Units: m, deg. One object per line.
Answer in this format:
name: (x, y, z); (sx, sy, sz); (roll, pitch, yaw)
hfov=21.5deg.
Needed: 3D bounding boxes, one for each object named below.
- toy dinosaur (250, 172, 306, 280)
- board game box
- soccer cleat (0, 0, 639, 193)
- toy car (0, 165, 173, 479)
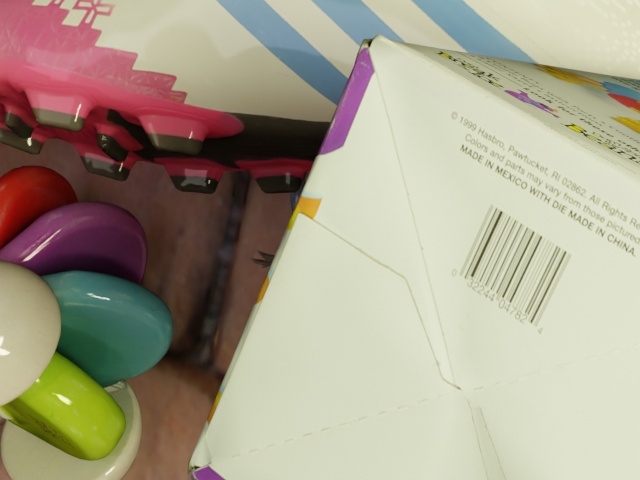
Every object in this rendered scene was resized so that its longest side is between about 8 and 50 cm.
toy dinosaur: (0.000, 0.000, 0.776); (0.090, 0.047, 0.082); (-25, 93, 25)
board game box: (0.118, 0.039, 0.531); (0.144, 0.275, 0.142); (35, 110, 33)
soccer cleat: (-0.011, -0.094, 0.715); (0.331, 0.116, 0.143); (7, 79, 17)
toy car: (-0.148, 0.032, 0.843); (0.182, 0.159, 0.136); (32, 72, 34)
